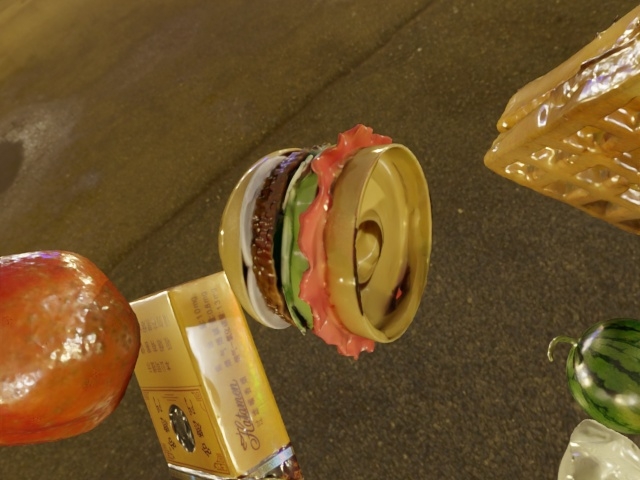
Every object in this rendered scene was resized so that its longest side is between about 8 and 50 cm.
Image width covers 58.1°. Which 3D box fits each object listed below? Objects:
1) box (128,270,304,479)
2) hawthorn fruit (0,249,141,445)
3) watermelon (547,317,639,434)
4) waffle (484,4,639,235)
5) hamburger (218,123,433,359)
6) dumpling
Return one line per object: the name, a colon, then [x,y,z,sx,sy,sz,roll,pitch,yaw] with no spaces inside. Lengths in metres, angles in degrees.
box: [-0.183,0.274,0.942,0.115,0.415,0.264,-19,1,-40]
hawthorn fruit: [-0.245,0.089,0.440,0.157,0.157,0.194,10,18,41]
watermelon: [0.264,0.113,0.503,0.109,0.109,0.109,-19,41,18]
waffle: [0.295,-0.091,0.473,0.327,0.224,0.098,150,143,-84]
hamburger: [0.000,-0.003,0.445,0.136,0.175,0.175,6,53,29]
dumpling: [0.441,0.377,0.867,0.155,0.111,0.181,10,87,17]
